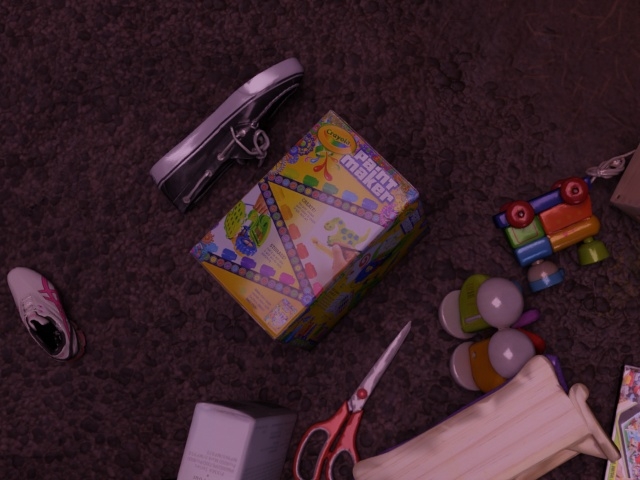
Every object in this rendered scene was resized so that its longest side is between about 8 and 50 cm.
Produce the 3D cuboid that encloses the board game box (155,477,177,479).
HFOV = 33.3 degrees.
[{"bbox_3d":[-0.357,0.537,1.508,0.357,0.356,0.356,-7,80,8],"label":"board game box"}]

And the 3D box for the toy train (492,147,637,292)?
[{"bbox_3d":[0.399,-0.029,1.620,0.248,0.105,0.143,-23,90,3],"label":"toy train"}]

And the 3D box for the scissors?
[{"bbox_3d":[0.047,0.249,1.663,0.109,0.021,0.297,19,86,13],"label":"scissors"}]

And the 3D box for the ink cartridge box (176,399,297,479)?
[{"bbox_3d":[-0.147,0.420,1.520,0.091,0.308,0.385,15,85,11],"label":"ink cartridge box"}]

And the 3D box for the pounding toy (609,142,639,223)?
[{"bbox_3d":[0.519,-0.033,1.595,0.181,0.094,0.206,31,86,-30],"label":"pounding toy"}]

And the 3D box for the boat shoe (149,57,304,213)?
[{"bbox_3d":[-0.131,-0.163,1.711,0.306,0.113,0.105,-39,84,4],"label":"boat shoe"}]

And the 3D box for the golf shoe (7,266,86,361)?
[{"bbox_3d":[-0.450,0.113,1.729,0.067,0.086,0.186,-40,76,2],"label":"golf shoe"}]

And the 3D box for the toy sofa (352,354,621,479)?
[{"bbox_3d":[0.236,0.319,1.542,0.363,0.150,0.177,-33,75,8],"label":"toy sofa"}]

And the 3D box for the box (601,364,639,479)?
[{"bbox_3d":[0.485,0.296,1.581,0.114,0.036,0.207,11,83,10],"label":"box"}]

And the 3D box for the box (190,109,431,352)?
[{"bbox_3d":[0.000,0.000,1.573,0.279,0.290,0.177,-45,77,-1],"label":"box"}]

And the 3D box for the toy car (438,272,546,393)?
[{"bbox_3d":[0.271,0.136,1.598,0.136,0.159,0.182,-6,78,-27],"label":"toy car"}]
